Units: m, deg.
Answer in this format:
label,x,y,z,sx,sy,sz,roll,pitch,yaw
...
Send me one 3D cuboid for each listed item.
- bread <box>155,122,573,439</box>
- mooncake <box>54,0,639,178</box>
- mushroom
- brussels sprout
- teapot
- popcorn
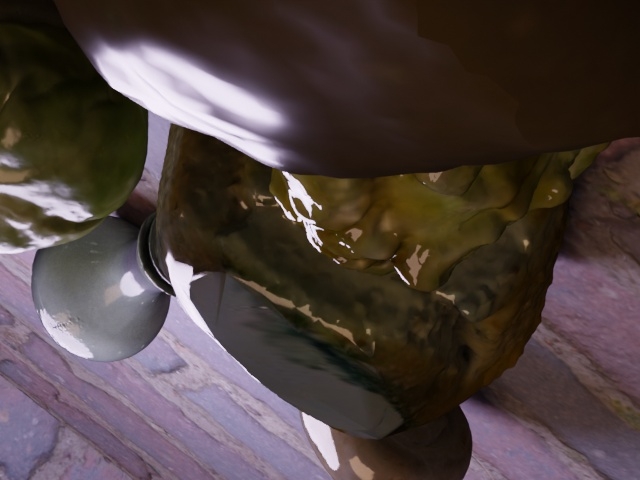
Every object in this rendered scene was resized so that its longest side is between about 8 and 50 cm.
label,x,y,z,sx,sy,sz,roll,pitch,yaw
bread,-0.005,-0.012,1.220,0.395,0.264,0.239,27,158,14
mooncake,0.054,-0.256,0.509,0.262,0.467,0.467,7,143,54
mushroom,0.080,0.180,1.582,0.206,0.209,0.206,23,-177,-1
brussels sprout,-0.319,-0.120,1.431,0.316,0.243,0.274,23,157,6
teapot,-0.220,0.040,1.702,0.183,0.183,0.251,45,142,-20
popcorn,0.060,-0.121,0.918,0.335,0.279,0.274,85,166,-61
